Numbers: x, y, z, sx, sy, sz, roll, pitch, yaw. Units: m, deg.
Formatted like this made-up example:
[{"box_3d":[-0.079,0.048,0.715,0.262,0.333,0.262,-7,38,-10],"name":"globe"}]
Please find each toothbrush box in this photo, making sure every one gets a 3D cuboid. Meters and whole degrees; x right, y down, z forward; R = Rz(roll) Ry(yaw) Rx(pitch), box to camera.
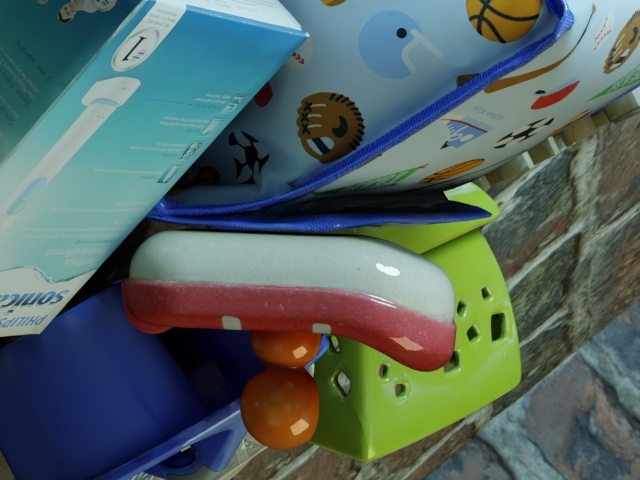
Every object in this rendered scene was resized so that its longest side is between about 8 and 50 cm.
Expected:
[{"box_3d":[-0.182,-0.075,1.194,0.295,0.126,0.216,-48,162,18],"name":"toothbrush box"}]

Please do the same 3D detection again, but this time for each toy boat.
[{"box_3d":[-0.022,0.070,1.315,0.151,0.231,0.151,-16,108,-83],"name":"toy boat"}]

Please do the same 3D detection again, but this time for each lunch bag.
[{"box_3d":[0.052,-0.130,1.399,0.385,0.239,0.328,-31,169,26],"name":"lunch bag"}]

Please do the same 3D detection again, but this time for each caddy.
[{"box_3d":[-0.137,0.118,1.521,0.241,0.179,0.341,-30,-178,-27],"name":"caddy"}]

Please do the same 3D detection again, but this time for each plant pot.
[{"box_3d":[0.032,0.045,1.723,0.227,0.228,0.207,-22,118,-43],"name":"plant pot"}]

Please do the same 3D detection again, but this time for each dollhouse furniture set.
[{"box_3d":[0.236,-0.178,1.878,0.212,0.161,0.242,-28,180,-35],"name":"dollhouse furniture set"}]

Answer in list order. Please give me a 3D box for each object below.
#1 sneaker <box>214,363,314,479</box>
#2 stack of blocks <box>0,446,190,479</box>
[{"box_3d":[-0.092,0.193,2.058,0.281,0.105,0.115,-51,160,29],"name":"sneaker"},{"box_3d":[-0.238,0.222,1.796,0.297,0.087,0.171,-30,160,-51],"name":"stack of blocks"}]
